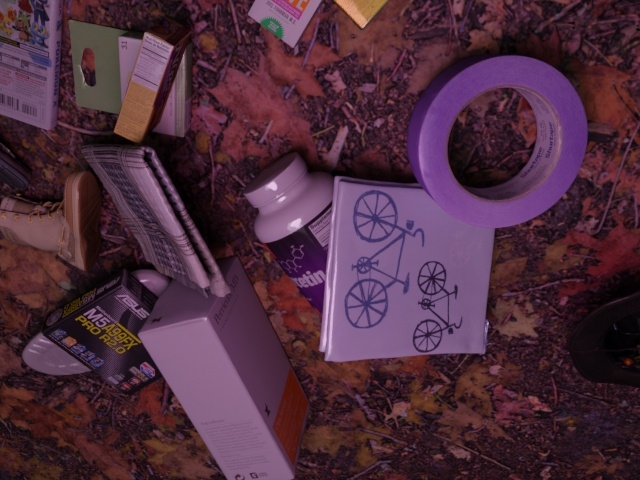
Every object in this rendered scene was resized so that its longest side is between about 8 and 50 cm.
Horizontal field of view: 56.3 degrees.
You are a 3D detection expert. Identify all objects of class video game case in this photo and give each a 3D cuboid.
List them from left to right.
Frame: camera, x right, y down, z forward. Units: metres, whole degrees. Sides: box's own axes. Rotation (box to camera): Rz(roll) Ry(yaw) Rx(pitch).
[{"bbox_3d":[-0.639,-0.392,1.102,0.329,0.036,0.299,19,122,0],"label":"video game case"}]

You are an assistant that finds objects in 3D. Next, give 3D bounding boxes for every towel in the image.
[{"bbox_3d":[-0.322,-0.037,1.134,0.312,0.056,0.324,13,135,49],"label":"towel"}]

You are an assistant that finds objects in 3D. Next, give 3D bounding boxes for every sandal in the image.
[{"bbox_3d":[-0.501,0.187,1.386,0.416,0.102,0.169,-30,127,14],"label":"sandal"}]

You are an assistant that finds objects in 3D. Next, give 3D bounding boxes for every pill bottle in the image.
[{"bbox_3d":[0.000,0.000,1.125,0.182,0.181,0.323,-28,111,24],"label":"pill bottle"}]

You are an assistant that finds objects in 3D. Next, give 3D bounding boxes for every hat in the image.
[{"bbox_3d":[0.619,0.151,1.125,0.332,0.134,0.331,7,140,6],"label":"hat"}]

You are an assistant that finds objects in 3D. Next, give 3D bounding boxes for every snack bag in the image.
[{"bbox_3d":[0.170,0.053,1.081,0.343,0.037,0.323,1,96,-20],"label":"snack bag"}]

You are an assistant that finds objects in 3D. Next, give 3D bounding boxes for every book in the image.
[{"bbox_3d":[-0.044,-0.408,0.985,0.096,0.035,0.144,34,122,-5],"label":"book"}]

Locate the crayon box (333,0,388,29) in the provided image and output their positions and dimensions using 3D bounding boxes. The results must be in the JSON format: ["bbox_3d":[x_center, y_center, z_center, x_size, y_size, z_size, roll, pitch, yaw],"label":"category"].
[{"bbox_3d":[0.097,-0.470,0.866,0.165,0.081,0.278,41,110,-13],"label":"crayon box"}]

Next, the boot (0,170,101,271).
[{"bbox_3d":[-0.565,-0.061,1.240,0.204,0.095,0.262,20,136,0],"label":"boot"}]

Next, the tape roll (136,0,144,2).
[{"bbox_3d":[-0.222,-0.456,0.877,0.219,0.219,0.072,-38,108,27],"label":"tape roll"}]

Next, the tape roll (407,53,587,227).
[{"bbox_3d":[0.286,-0.163,0.984,0.275,0.090,0.274,-2,109,-5],"label":"tape roll"}]

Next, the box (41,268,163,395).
[{"bbox_3d":[-0.426,0.210,1.312,0.216,0.060,0.270,-29,127,11],"label":"box"}]

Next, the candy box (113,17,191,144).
[{"bbox_3d":[-0.281,-0.267,1.003,0.053,0.109,0.186,26,120,-10],"label":"candy box"}]

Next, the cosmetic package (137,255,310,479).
[{"bbox_3d":[-0.186,0.290,1.305,0.162,0.230,0.453,-14,117,18],"label":"cosmetic package"}]

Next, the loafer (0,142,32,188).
[{"bbox_3d":[-0.692,-0.206,1.191,0.267,0.084,0.096,36,147,-30],"label":"loafer"}]

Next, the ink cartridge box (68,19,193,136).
[{"bbox_3d":[-0.353,-0.296,1.095,0.235,0.056,0.171,10,122,2],"label":"ink cartridge box"}]
